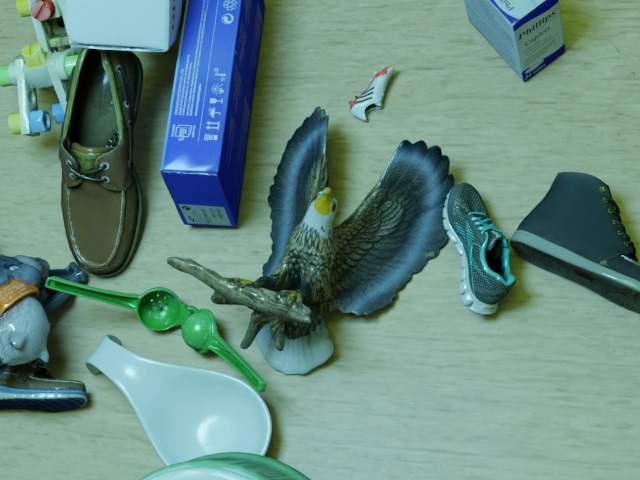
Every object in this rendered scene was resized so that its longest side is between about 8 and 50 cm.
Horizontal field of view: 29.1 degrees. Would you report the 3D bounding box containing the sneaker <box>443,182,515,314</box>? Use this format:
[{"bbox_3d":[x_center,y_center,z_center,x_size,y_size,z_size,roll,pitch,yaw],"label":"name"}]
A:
[{"bbox_3d":[0.196,0.000,1.461,0.065,0.076,0.166,-2,66,-26],"label":"sneaker"}]

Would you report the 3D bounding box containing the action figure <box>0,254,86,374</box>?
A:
[{"bbox_3d":[-0.480,0.077,1.530,0.330,0.178,0.341,26,56,23],"label":"action figure"}]

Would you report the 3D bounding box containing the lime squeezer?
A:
[{"bbox_3d":[-0.179,0.099,1.515,0.310,0.110,0.058,25,90,17],"label":"lime squeezer"}]

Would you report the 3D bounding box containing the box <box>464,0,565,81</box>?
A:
[{"bbox_3d":[0.239,-0.292,1.545,0.072,0.137,0.126,-35,63,-1],"label":"box"}]

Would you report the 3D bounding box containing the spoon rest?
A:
[{"bbox_3d":[-0.181,0.196,1.490,0.276,0.084,0.137,29,78,25],"label":"spoon rest"}]

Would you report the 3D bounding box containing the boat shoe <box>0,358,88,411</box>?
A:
[{"bbox_3d":[-0.378,0.178,1.563,0.183,0.066,0.066,-1,66,16],"label":"boat shoe"}]

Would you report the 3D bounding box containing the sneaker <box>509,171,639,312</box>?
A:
[{"bbox_3d":[0.341,-0.001,1.423,0.222,0.083,0.118,27,77,25],"label":"sneaker"}]

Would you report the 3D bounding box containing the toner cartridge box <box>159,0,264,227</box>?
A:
[{"bbox_3d":[-0.134,-0.207,1.594,0.075,0.165,0.347,4,67,5],"label":"toner cartridge box"}]

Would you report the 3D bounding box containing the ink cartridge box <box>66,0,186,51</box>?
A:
[{"bbox_3d":[-0.228,-0.381,1.582,0.131,0.306,0.226,4,112,1],"label":"ink cartridge box"}]

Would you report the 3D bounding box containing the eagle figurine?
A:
[{"bbox_3d":[0.005,-0.005,1.491,0.226,0.225,0.298,50,49,-11],"label":"eagle figurine"}]

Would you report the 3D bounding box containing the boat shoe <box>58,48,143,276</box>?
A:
[{"bbox_3d":[-0.293,-0.105,1.587,0.111,0.104,0.307,0,91,8],"label":"boat shoe"}]

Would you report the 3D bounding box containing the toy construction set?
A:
[{"bbox_3d":[-0.369,-0.320,1.663,0.151,0.327,0.215,8,26,7],"label":"toy construction set"}]

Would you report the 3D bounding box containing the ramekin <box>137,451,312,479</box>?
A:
[{"bbox_3d":[-0.115,0.377,1.328,0.303,0.148,0.303,-3,76,11],"label":"ramekin"}]

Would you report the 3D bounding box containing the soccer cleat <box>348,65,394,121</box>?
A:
[{"bbox_3d":[0.073,-0.192,1.614,0.035,0.029,0.083,42,87,18],"label":"soccer cleat"}]
